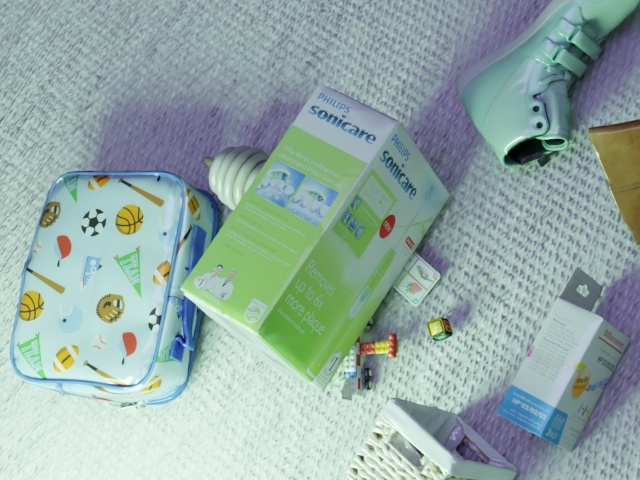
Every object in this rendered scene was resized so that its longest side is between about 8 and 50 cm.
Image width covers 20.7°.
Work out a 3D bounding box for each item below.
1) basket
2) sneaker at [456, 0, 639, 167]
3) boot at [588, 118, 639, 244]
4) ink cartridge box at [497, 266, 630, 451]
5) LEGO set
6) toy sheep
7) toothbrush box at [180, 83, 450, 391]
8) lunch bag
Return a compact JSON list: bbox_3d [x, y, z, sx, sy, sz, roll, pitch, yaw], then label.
[{"bbox_3d":[0.119,0.251,1.915,0.113,0.167,0.103,41,100,30],"label":"basket"},{"bbox_3d":[0.287,-0.187,1.999,0.256,0.094,0.151,-38,55,23],"label":"sneaker"},{"bbox_3d":[0.426,-0.147,1.877,0.280,0.096,0.264,-13,111,24],"label":"boot"},{"bbox_3d":[0.274,0.130,1.905,0.061,0.104,0.181,27,88,30],"label":"ink cartridge box"},{"bbox_3d":[0.039,0.069,2.073,0.244,0.060,0.182,43,100,30],"label":"LEGO set"},{"bbox_3d":[-0.093,-0.076,2.163,0.132,0.091,0.091,19,84,30],"label":"toy sheep"},{"bbox_3d":[0.000,0.000,1.986,0.122,0.206,0.283,27,79,29],"label":"toothbrush box"},{"bbox_3d":[-0.250,0.063,2.189,0.243,0.115,0.303,2,75,25],"label":"lunch bag"}]
